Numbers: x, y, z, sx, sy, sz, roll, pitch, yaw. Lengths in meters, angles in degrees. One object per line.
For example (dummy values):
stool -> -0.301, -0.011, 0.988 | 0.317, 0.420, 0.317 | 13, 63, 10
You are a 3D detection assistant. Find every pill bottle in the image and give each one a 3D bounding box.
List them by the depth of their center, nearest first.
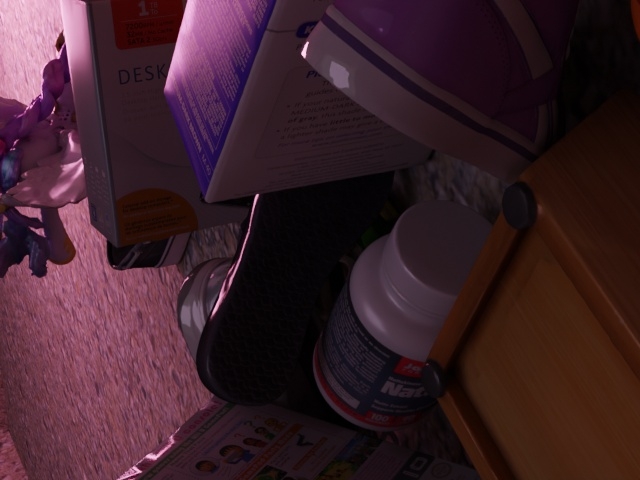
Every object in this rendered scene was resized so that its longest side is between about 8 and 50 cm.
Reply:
pill bottle -> 0.065, 0.056, 0.781 | 0.108, 0.108, 0.180 | 63, 152, 27

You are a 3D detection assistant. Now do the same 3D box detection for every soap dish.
soap dish -> 0.175, 0.102, 0.563 | 0.291, 0.118, 0.229 | 62, 151, 31

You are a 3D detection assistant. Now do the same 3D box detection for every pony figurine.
pony figurine -> -0.378, -0.116, 1.405 | 0.303, 0.351, 0.363 | 27, 134, 10

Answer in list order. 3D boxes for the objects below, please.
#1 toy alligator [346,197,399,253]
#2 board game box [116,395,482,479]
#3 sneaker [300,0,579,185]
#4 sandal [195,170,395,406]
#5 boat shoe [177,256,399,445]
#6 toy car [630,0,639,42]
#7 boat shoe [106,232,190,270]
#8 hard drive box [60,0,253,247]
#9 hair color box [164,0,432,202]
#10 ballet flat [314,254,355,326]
toy alligator -> 0.019, -0.044, 0.902 | 0.190, 0.056, 0.051 | 59, -170, 34
board game box -> -0.010, 0.234, 0.753 | 0.303, 0.224, 0.097 | 15, 120, 29
sneaker -> 0.109, -0.117, 0.551 | 0.102, 0.282, 0.161 | 38, 102, 16
sandal -> -0.027, 0.003, 0.820 | 0.254, 0.097, 0.054 | -61, 19, -16
boat shoe -> -0.007, 0.153, 0.926 | 0.103, 0.118, 0.320 | -14, 107, 41
toy car -> 0.182, -0.129, 0.397 | 0.159, 0.136, 0.182 | 57, 149, 21
boat shoe -> -0.215, -0.054, 1.319 | 0.108, 0.102, 0.301 | 66, 153, 22
hard drive box -> -0.140, -0.129, 1.035 | 0.089, 0.181, 0.232 | 31, 130, 57
hair color box -> 0.029, -0.165, 0.658 | 0.110, 0.185, 0.339 | 68, 153, 21
ballet flat -> 0.000, 0.000, 0.961 | 0.068, 0.072, 0.213 | 1, 106, 36
